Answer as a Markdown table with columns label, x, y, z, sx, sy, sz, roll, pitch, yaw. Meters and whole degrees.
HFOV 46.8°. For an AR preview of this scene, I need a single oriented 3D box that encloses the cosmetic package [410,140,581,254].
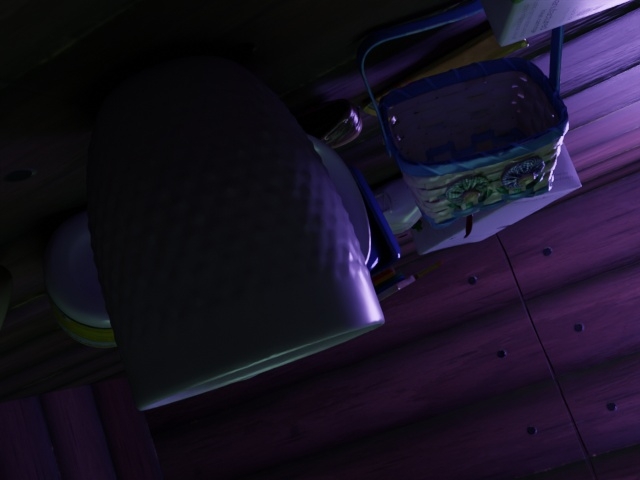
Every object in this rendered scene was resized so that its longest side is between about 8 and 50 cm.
| label | x | y | z | sx | sy | sz | roll | pitch | yaw |
| --- | --- | --- | --- | --- | --- | --- | --- | --- | --- |
| cosmetic package | 0.389 | -0.109 | 1.746 | 0.217 | 0.156 | 0.385 | -12 | 168 | -27 |

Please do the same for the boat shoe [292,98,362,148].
| label | x | y | z | sx | sy | sz | roll | pitch | yaw |
| --- | --- | --- | --- | --- | --- | --- | --- | --- | --- |
| boat shoe | -0.043 | -0.140 | 1.037 | 0.207 | 0.073 | 0.073 | -29 | 167 | 10 |

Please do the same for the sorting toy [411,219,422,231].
| label | x | y | z | sx | sy | sz | roll | pitch | yaw |
| --- | --- | --- | --- | --- | --- | --- | --- | --- | --- |
| sorting toy | 0.131 | 0.035 | 1.858 | 0.127 | 0.126 | 0.365 | -10 | 150 | -51 |

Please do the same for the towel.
| label | x | y | z | sx | sy | sz | roll | pitch | yaw |
| --- | --- | --- | --- | --- | --- | --- | --- | --- | --- |
| towel | 0.176 | -0.237 | 1.063 | 0.237 | 0.021 | 0.102 | -26 | 169 | 31 |

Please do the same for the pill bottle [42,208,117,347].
| label | x | y | z | sx | sy | sz | roll | pitch | yaw |
| --- | --- | --- | --- | --- | --- | --- | --- | --- | --- |
| pill bottle | -0.358 | 0.077 | 1.240 | 0.188 | 0.188 | 0.334 | -16 | 170 | -20 |

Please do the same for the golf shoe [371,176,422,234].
| label | x | y | z | sx | sy | sz | roll | pitch | yaw |
| --- | --- | --- | --- | --- | --- | --- | --- | --- | --- |
| golf shoe | 0.106 | -0.056 | 1.632 | 0.140 | 0.115 | 0.306 | -3 | 160 | -47 |

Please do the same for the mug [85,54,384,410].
| label | x | y | z | sx | sy | sz | roll | pitch | yaw |
| --- | --- | --- | --- | --- | --- | --- | --- | --- | --- |
| mug | -0.080 | -0.023 | 0.846 | 0.374 | 0.328 | 0.276 | -9 | 166 | -46 |

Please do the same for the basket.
| label | x | y | z | sx | sy | sz | roll | pitch | yaw |
| --- | --- | --- | --- | --- | --- | --- | --- | --- | --- |
| basket | 0.197 | -0.173 | 0.956 | 0.255 | 0.201 | 0.289 | -19 | 129 | 3 |

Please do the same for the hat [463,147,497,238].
| label | x | y | z | sx | sy | sz | roll | pitch | yaw |
| --- | --- | --- | --- | --- | --- | --- | --- | --- | --- |
| hat | 0.320 | -0.130 | 1.425 | 0.173 | 0.183 | 0.208 | -22 | 169 | 10 |

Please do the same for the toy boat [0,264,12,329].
| label | x | y | z | sx | sy | sz | roll | pitch | yaw |
| --- | --- | --- | --- | --- | --- | --- | --- | --- | --- |
| toy boat | -0.593 | 0.101 | 1.150 | 0.231 | 0.151 | 0.151 | -25 | 139 | 27 |

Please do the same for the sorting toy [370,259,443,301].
| label | x | y | z | sx | sy | sz | roll | pitch | yaw |
| --- | --- | --- | --- | --- | --- | --- | --- | --- | --- |
| sorting toy | 0.101 | 0.090 | 1.345 | 0.274 | 0.046 | 0.132 | -33 | 173 | 20 |

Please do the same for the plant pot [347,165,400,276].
| label | x | y | z | sx | sy | sz | roll | pitch | yaw |
| --- | --- | --- | --- | --- | --- | --- | --- | --- | --- |
| plant pot | 0.000 | 0.000 | 1.409 | 0.212 | 0.236 | 0.236 | -21 | 172 | -35 |

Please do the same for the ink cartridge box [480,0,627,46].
| label | x | y | z | sx | sy | sz | roll | pitch | yaw |
| --- | --- | --- | --- | --- | --- | --- | --- | --- | --- |
| ink cartridge box | 0.279 | -0.303 | 0.649 | 0.273 | 0.114 | 0.198 | -20 | 170 | 2 |
